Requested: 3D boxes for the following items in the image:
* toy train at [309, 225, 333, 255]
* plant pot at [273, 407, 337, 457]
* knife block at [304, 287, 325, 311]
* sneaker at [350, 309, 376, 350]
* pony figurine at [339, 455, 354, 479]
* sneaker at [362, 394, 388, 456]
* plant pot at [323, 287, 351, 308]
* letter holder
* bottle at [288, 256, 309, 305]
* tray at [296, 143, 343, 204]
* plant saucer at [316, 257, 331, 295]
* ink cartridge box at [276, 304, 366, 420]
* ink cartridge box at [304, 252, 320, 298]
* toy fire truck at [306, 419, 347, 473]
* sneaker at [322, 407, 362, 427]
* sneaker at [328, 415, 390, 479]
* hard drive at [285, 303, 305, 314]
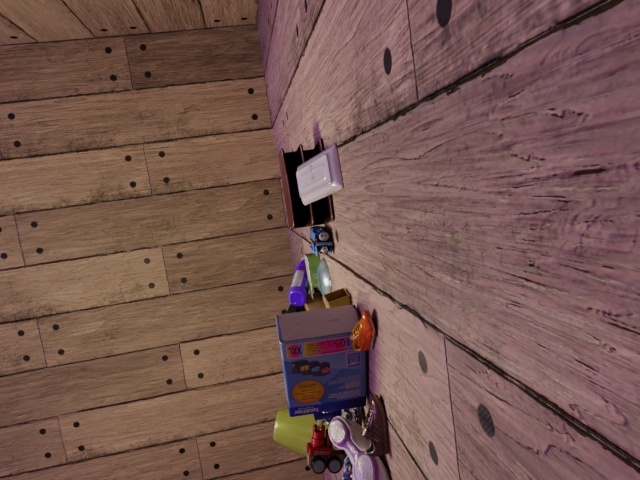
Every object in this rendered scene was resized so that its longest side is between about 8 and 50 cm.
[{"bbox_3d":[0.000,0.000,1.809,0.184,0.080,0.105,-142,49,-78],"label":"toy train"},{"bbox_3d":[-0.062,0.879,2.133,0.275,0.293,0.275,7,-90,-86],"label":"plant pot"},{"bbox_3d":[-0.037,0.314,2.326,0.276,0.088,0.242,101,158,-68],"label":"knife block"},{"bbox_3d":[0.121,0.266,1.317,0.064,0.067,0.175,-106,13,-48],"label":"sneaker"},{"bbox_3d":[0.114,0.927,1.540,0.351,0.303,0.363,-64,14,11],"label":"pony figurine"},{"bbox_3d":[0.157,0.553,1.355,0.066,0.071,0.188,-152,53,-80],"label":"sneaker"},{"bbox_3d":[0.066,0.228,1.611,0.081,0.081,0.083,-129,21,-73],"label":"plant pot"},{"bbox_3d":[-0.054,-0.206,1.712,0.214,0.152,0.302,171,90,-80],"label":"letter holder"},{"bbox_3d":[-0.093,0.199,2.336,0.283,0.092,0.118,-77,-7,-49],"label":"bottle"},{"bbox_3d":[-0.015,-0.212,1.529,0.270,0.030,0.145,-16,82,60],"label":"tray"},{"bbox_3d":[0.012,0.175,2.042,0.195,0.037,0.195,172,90,-81],"label":"plant saucer"},{"bbox_3d":[0.010,0.424,1.522,0.151,0.270,0.395,-105,10,-58],"label":"ink cartridge box"},{"bbox_3d":[-0.029,0.168,2.210,0.109,0.062,0.209,-156,57,-80],"label":"ink cartridge box"},{"bbox_3d":[0.055,0.768,1.822,0.158,0.217,0.246,141,130,-81],"label":"toy fire truck"},{"bbox_3d":[0.088,0.577,1.792,0.182,0.158,0.410,43,-157,-49],"label":"sneaker"},{"bbox_3d":[0.154,0.704,1.503,0.152,0.114,0.305,29,-165,-43],"label":"sneaker"},{"bbox_3d":[-0.099,0.438,2.428,0.339,0.064,0.237,-65,-44,-69],"label":"hard drive"}]
